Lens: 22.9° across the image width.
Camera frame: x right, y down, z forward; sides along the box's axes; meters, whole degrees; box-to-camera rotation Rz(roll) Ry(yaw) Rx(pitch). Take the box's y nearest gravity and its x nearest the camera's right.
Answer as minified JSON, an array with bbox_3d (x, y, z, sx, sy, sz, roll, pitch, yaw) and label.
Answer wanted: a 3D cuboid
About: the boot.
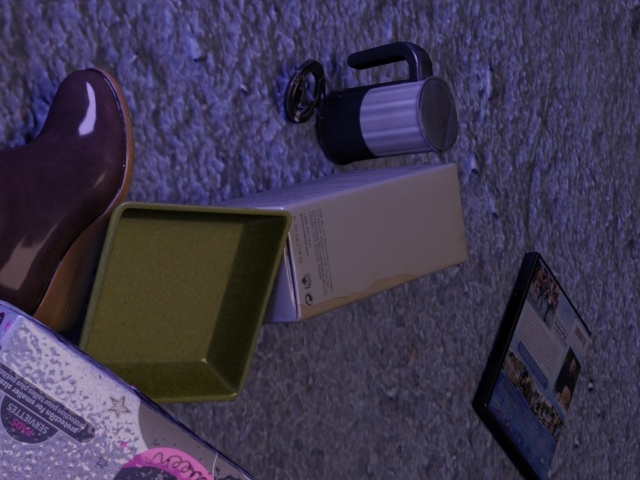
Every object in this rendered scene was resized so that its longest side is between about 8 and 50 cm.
[{"bbox_3d":[-0.255,-0.050,1.295,0.207,0.090,0.248,25,70,-53],"label":"boot"}]

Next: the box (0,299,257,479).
[{"bbox_3d":[-0.192,0.177,1.214,0.247,0.142,0.163,39,80,-22],"label":"box"}]

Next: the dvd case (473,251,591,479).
[{"bbox_3d":[0.279,0.166,2.059,0.180,0.022,0.253,52,47,-35],"label":"dvd case"}]

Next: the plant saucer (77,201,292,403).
[{"bbox_3d":[-0.131,0.050,1.382,0.188,0.045,0.188,3,111,-41],"label":"plant saucer"}]

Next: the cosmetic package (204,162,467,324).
[{"bbox_3d":[0.000,0.000,1.584,0.309,0.160,0.113,-15,99,-52],"label":"cosmetic package"}]

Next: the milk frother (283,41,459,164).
[{"bbox_3d":[0.051,-0.142,1.689,0.143,0.135,0.129,-27,107,-52],"label":"milk frother"}]
